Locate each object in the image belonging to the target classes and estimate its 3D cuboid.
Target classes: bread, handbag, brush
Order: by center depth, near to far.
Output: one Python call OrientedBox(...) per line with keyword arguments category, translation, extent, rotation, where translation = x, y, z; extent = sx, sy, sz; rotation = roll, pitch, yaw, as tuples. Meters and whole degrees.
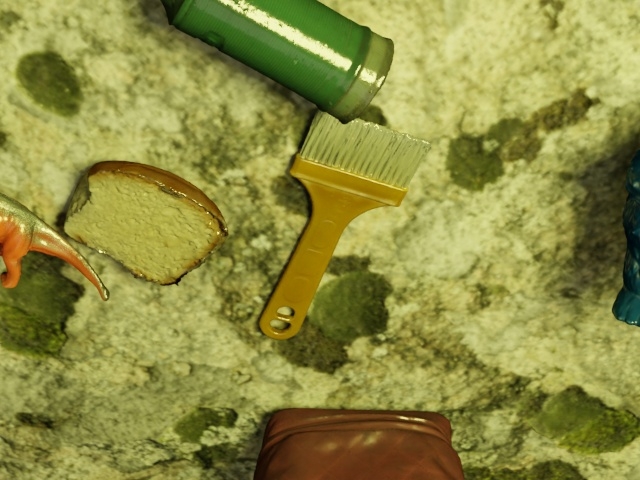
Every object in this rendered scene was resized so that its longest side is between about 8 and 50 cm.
OrientedBox(category="bread", translation=(-0.153, -0.020, 0.826), extent=(0.129, 0.044, 0.126), rotation=(28, 132, -24))
OrientedBox(category="brush", translation=(0.000, 0.000, 0.856), extent=(0.103, 0.013, 0.272), rotation=(16, 129, -12))
OrientedBox(category="handbag", translation=(0.041, 0.260, 0.998), extent=(0.225, 0.135, 0.146), rotation=(0, 129, -4))

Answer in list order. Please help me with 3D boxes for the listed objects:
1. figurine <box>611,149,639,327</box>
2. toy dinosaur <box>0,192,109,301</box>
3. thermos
OrientedBox(category="figurine", translation=(0.313, -0.051, 0.752), extent=(0.164, 0.120, 0.262), rotation=(13, 112, -18))
OrientedBox(category="toy dinosaur", translation=(-0.308, -0.022, 0.821), extent=(0.280, 0.055, 0.101), rotation=(24, 117, -16))
OrientedBox(category="thermos", translation=(-0.041, -0.161, 0.683), extent=(0.188, 0.073, 0.083), rotation=(26, 127, -19))
